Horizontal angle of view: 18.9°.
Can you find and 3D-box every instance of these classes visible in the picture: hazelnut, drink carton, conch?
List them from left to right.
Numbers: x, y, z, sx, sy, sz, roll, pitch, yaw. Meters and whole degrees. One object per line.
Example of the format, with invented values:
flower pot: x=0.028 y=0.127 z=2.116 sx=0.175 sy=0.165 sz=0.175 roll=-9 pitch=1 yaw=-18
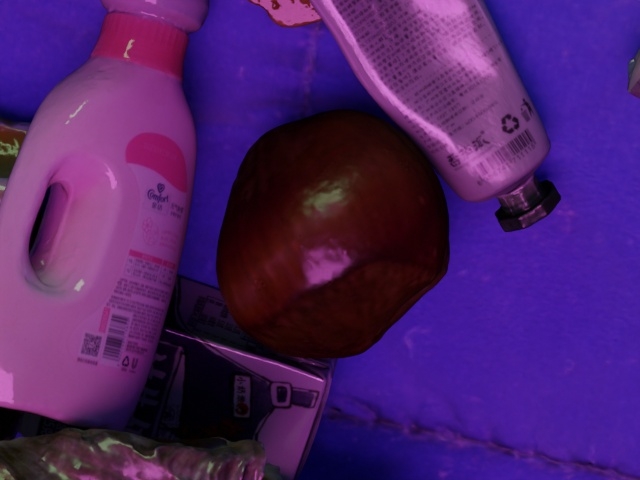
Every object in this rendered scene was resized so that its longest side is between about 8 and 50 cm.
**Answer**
conch: x=-0.201 y=0.237 z=1.368 sx=0.352 sy=0.297 sz=0.210 roll=2 pitch=84 yaw=6
drink carton: x=-0.108 y=0.110 z=1.509 sx=0.222 sy=0.102 sz=0.134 roll=18 pitch=112 yaw=-1
hazelnut: x=0.000 y=0.000 z=1.403 sx=0.178 sy=0.204 sz=0.178 roll=2 pitch=72 yaw=-6

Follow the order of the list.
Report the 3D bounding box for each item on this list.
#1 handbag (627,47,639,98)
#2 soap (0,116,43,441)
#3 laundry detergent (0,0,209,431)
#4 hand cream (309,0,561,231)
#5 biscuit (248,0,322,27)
handbag: x=0.306 y=-0.153 z=1.342 sx=0.117 sy=0.095 sz=0.173 roll=28 pitch=122 yaw=-9
soap: x=-0.390 y=0.025 z=1.488 sx=0.335 sy=0.156 sz=0.293 roll=13 pitch=114 yaw=1
laundry detergent: x=-0.158 y=-0.035 z=1.383 sx=0.088 sy=0.159 sz=0.335 roll=8 pitch=82 yaw=44
hand cream: x=0.068 y=-0.153 z=1.374 sx=0.121 sy=0.076 sz=0.336 roll=-35 pitch=108 yaw=-4
biscuit: x=-0.042 y=-0.267 z=1.372 sx=0.144 sy=0.040 sz=0.236 roll=-16 pitch=110 yaw=19
